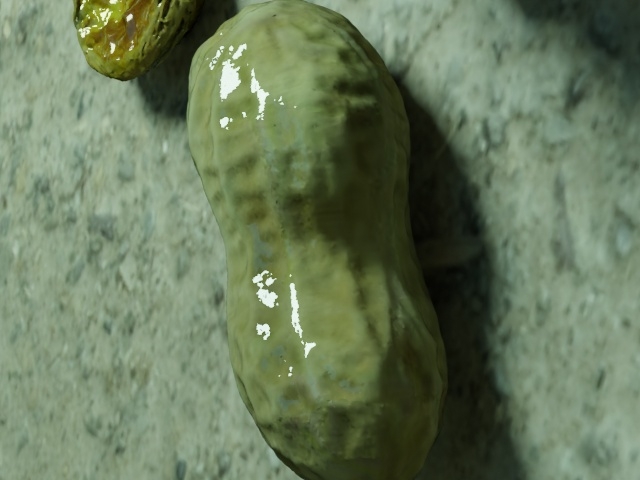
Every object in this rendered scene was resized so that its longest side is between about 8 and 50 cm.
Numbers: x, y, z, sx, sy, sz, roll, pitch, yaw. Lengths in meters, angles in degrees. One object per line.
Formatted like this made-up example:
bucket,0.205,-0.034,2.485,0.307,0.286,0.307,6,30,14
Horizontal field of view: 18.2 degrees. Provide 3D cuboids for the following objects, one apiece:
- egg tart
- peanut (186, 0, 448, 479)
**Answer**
egg tart,-0.112,-0.165,1.284,0.130,0.052,0.130,-7,81,51
peanut,0.000,0.000,1.076,0.136,0.120,0.298,95,165,-71
